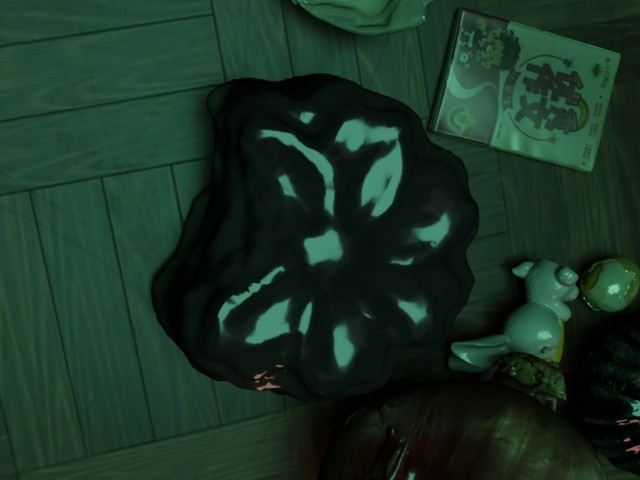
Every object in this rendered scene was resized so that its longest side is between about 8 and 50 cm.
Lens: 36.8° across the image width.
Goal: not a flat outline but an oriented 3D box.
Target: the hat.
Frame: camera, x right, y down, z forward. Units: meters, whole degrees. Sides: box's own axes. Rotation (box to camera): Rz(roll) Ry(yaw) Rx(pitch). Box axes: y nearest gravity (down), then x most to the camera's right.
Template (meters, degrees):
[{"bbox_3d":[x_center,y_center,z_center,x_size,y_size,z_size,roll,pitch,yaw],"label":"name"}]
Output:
[{"bbox_3d":[0.071,-0.365,1.149,0.219,0.164,0.226,56,44,-13],"label":"hat"}]

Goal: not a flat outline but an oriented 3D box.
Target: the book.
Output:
[{"bbox_3d":[0.265,-0.191,1.240,0.232,0.022,0.162,13,94,-14],"label":"book"}]

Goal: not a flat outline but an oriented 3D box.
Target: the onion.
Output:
[{"bbox_3d":[0.162,0.306,1.118,0.354,0.353,0.353,-2,97,-13],"label":"onion"}]

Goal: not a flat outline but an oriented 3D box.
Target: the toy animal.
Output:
[{"bbox_3d":[0.259,0.115,1.254,0.127,0.131,0.181,30,81,17],"label":"toy animal"}]

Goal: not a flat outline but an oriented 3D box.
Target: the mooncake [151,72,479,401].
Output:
[{"bbox_3d":[0.000,0.000,1.115,0.351,0.212,0.381,3,98,-20],"label":"mooncake"}]

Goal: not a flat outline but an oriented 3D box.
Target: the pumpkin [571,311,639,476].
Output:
[{"bbox_3d":[0.439,0.201,1.258,0.221,0.162,0.220,0,89,-5],"label":"pumpkin"}]

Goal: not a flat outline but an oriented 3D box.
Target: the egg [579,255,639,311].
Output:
[{"bbox_3d":[0.386,0.055,1.274,0.083,0.071,0.071,-46,104,-11],"label":"egg"}]
